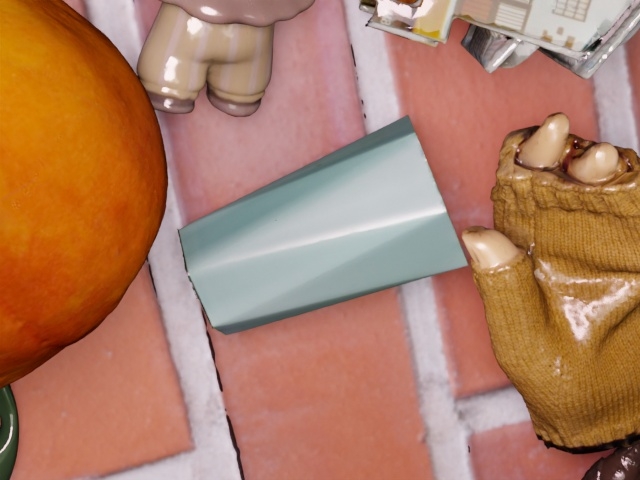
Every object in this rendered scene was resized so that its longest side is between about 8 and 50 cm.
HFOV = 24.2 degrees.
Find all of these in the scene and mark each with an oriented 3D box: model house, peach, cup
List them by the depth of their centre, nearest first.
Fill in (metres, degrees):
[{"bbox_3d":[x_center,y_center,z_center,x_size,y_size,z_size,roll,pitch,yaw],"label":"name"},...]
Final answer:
[{"bbox_3d":[-0.282,-0.037,1.193,0.343,0.343,0.301,-33,113,1],"label":"peach"},{"bbox_3d":[0.159,-0.245,1.257,0.215,0.224,0.198,17,102,-6],"label":"model house"},{"bbox_3d":[0.000,0.000,1.339,0.236,0.148,0.134,-24,103,3],"label":"cup"}]

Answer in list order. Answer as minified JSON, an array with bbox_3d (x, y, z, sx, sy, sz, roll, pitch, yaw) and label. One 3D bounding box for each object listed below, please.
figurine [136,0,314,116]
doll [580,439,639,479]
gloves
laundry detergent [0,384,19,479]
[{"bbox_3d":[-0.065,-0.268,1.202,0.248,0.203,0.380,8,128,-12],"label":"figurine"},{"bbox_3d":[0.309,0.228,1.460,0.139,0.057,0.165,14,110,-52],"label":"doll"},{"bbox_3d":[0.232,0.039,1.366,0.203,0.155,0.356,-17,126,-7],"label":"gloves"},{"bbox_3d":[-0.338,0.173,1.373,0.137,0.063,0.211,-31,107,-6],"label":"laundry detergent"}]
